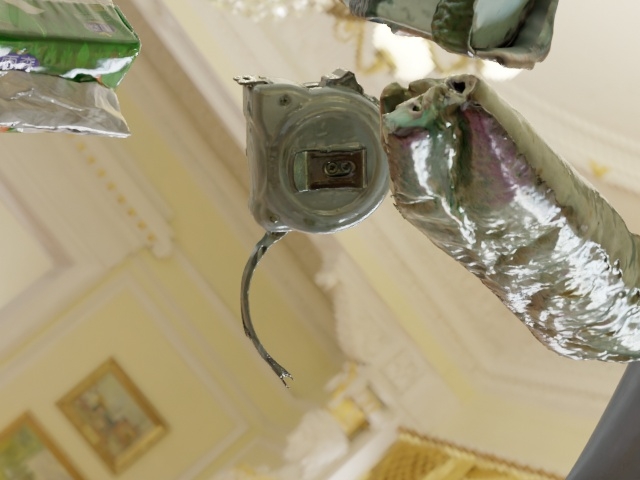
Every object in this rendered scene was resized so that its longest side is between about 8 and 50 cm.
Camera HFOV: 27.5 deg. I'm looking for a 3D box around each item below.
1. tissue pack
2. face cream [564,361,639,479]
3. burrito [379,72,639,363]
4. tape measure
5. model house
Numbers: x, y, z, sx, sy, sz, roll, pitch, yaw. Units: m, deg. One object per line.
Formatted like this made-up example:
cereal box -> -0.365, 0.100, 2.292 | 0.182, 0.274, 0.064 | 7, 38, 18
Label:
tissue pack -> -0.312, -0.178, 1.411 | 0.156, 0.209, 0.148 | 55, -53, 28
face cream -> 0.280, 0.038, 0.867 | 0.135, 0.385, 0.086 | 22, -1, 2
burrito -> 0.113, -0.002, 0.694 | 0.096, 0.066, 0.309 | -7, -26, 31
tape measure -> -0.001, 0.000, 1.261 | 0.084, 0.164, 0.330 | -120, -156, -71
model house -> 0.128, -0.322, 1.581 | 0.291, 0.253, 0.184 | 17, -76, 27
